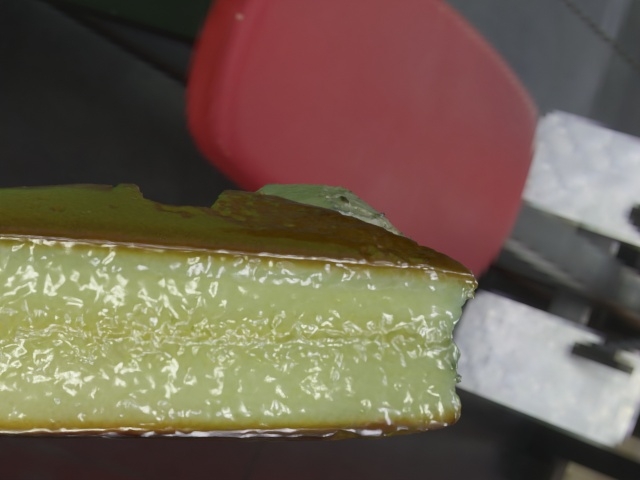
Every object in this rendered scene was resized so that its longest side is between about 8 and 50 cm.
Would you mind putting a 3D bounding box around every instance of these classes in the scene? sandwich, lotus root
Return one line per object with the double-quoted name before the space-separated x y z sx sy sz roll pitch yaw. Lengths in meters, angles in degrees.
"sandwich" -0.066 0.028 0.701 0.088 0.245 0.090 -106 -160 -76
"lotus root" 0.000 -0.004 1.362 0.143 0.144 0.070 -36 129 -72
